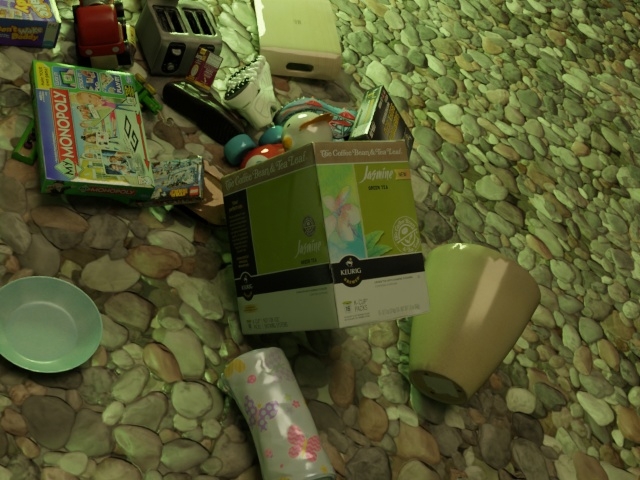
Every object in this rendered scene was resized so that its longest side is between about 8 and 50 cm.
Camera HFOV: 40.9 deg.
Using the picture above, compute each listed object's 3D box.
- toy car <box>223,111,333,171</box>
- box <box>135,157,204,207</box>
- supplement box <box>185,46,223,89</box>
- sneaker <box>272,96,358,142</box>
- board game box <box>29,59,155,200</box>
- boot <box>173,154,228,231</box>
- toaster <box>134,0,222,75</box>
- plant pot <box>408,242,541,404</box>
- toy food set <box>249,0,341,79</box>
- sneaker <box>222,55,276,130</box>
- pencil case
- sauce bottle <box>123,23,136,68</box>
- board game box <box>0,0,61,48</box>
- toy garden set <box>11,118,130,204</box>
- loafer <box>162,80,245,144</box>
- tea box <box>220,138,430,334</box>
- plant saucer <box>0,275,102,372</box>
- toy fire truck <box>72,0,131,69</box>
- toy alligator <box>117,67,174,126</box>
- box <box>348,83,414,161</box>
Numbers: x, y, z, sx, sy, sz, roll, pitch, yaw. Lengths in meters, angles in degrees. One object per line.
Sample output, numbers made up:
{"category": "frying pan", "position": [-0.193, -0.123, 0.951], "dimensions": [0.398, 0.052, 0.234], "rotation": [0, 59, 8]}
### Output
{"category": "toy car", "position": [-0.059, -0.202, 1.886], "dimensions": [0.210, 0.238, 0.219], "rotation": [-20, 65, -41]}
{"category": "box", "position": [-0.306, -0.118, 1.750], "dimensions": [0.137, 0.027, 0.093], "rotation": [-5, 62, 8]}
{"category": "supplement box", "position": [-0.270, -0.399, 1.995], "dimensions": [0.043, 0.083, 0.055], "rotation": [21, 7, -40]}
{"category": "sneaker", "position": [0.012, -0.268, 2.088], "dimensions": [0.262, 0.104, 0.125], "rotation": [5, 53, -28]}
{"category": "board game box", "position": [-0.464, -0.224, 1.730], "dimensions": [0.214, 0.046, 0.317], "rotation": [3, 53, -30]}
{"category": "boot", "position": [-0.176, -0.053, 1.802], "dimensions": [0.305, 0.112, 0.115], "rotation": [29, 62, 0]}
{"category": "toaster", "position": [-0.342, -0.490, 2.060], "dimensions": [0.168, 0.110, 0.185], "rotation": [-3, 56, -35]}
{"category": "plant pot", "position": [0.290, 0.189, 1.773], "dimensions": [0.257, 0.256, 0.274], "rotation": [31, 59, -4]}
{"category": "toy food set", "position": [-0.073, -0.553, 2.314], "dimensions": [0.220, 0.092, 0.306], "rotation": [3, 49, -15]}
{"category": "sneaker", "position": [-0.158, -0.353, 2.054], "dimensions": [0.118, 0.110, 0.292], "rotation": [49, 21, -22]}
{"category": "pencil case", "position": [-0.076, 0.322, 1.503], "dimensions": [0.124, 0.113, 0.273], "rotation": [-12, 59, -27]}
{"category": "sauce bottle", "position": [-0.453, -0.455, 2.015], "dimensions": [0.042, 0.042, 0.128], "rotation": [8, 51, -26]}
{"category": "board game box", "position": [-0.742, -0.584, 1.924], "dimensions": [0.234, 0.078, 0.347], "rotation": [-4, 55, -34]}
{"category": "toy garden set", "position": [-0.478, -0.203, 1.768], "dimensions": [0.244, 0.049, 0.203], "rotation": [22, 44, -13]}
{"category": "loafer", "position": [-0.255, -0.306, 1.972], "dimensions": [0.220, 0.080, 0.078], "rotation": [37, 43, 2]}
{"category": "tea box", "position": [0.000, 0.000, 1.601], "dimensions": [0.220, 0.329, 0.323], "rotation": [-7, 88, -36]}
{"category": "plant saucer", "position": [-0.474, 0.149, 1.467], "dimensions": [0.195, 0.037, 0.194], "rotation": [17, 46, -19]}
{"category": "toy fire truck", "position": [-0.475, -0.530, 1.887], "dimensions": [0.159, 0.246, 0.217], "rotation": [-8, 55, -10]}
{"category": "toy alligator", "position": [-0.387, -0.315, 1.926], "dimensions": [0.189, 0.056, 0.051], "rotation": [45, 3, 11]}
{"category": "box", "position": [0.155, -0.249, 2.128], "dimensions": [0.183, 0.056, 0.231], "rotation": [55, 34, -29]}
